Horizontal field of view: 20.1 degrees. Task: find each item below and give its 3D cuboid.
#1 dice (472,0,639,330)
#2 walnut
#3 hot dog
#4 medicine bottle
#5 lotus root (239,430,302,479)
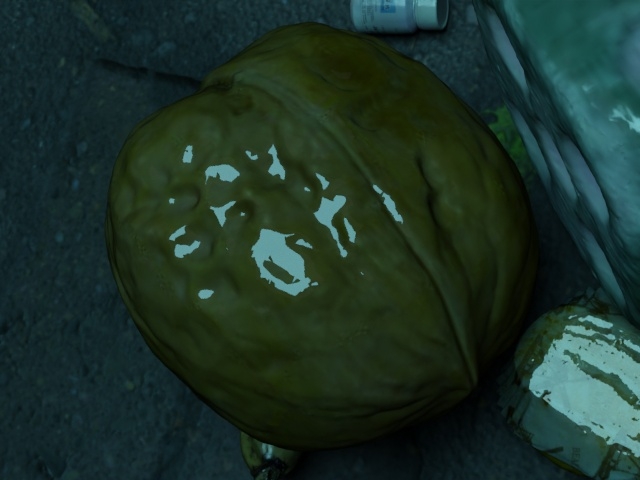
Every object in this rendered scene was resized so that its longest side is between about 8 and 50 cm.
[{"bbox_3d":[0.333,-0.142,1.476,0.328,0.330,0.348,-26,56,-1],"label":"dice"},{"bbox_3d":[0.000,0.000,1.581,0.354,0.308,0.398,-34,61,-12],"label":"walnut"},{"bbox_3d":[0.285,0.146,1.556,0.270,0.082,0.162,26,82,22],"label":"hot dog"},{"bbox_3d":[0.078,-0.229,1.773,0.089,0.052,0.052,3,73,20],"label":"medicine bottle"},{"bbox_3d":[-0.041,0.166,1.666,0.063,0.072,0.152,14,48,-9],"label":"lotus root"}]
